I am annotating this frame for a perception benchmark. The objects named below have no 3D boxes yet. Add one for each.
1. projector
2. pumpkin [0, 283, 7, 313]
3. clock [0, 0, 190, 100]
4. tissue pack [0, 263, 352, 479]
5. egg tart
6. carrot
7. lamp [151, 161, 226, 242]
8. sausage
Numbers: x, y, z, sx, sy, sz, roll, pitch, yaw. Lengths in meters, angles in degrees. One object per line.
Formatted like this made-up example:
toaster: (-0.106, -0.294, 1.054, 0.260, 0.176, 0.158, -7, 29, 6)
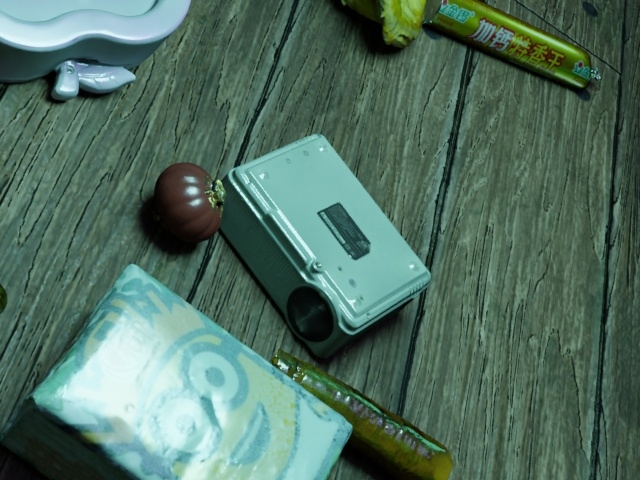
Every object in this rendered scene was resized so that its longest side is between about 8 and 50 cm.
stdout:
projector: (0.000, 0.000, 1.720, 0.192, 0.099, 0.256, -28, 78, -46)
pumpkin: (-0.360, 0.065, 1.434, 0.050, 0.028, 0.083, 40, 46, -10)
clock: (-0.328, -0.335, 1.660, 0.339, 0.102, 0.338, 12, 67, -30)
tissue pack: (-0.144, 0.203, 1.429, 0.311, 0.128, 0.228, 38, 43, -7)
egg tart: (0.089, -0.442, 2.060, 0.120, 0.315, 0.315, 0, 45, 14)
carrot: (0.042, 0.216, 1.614, 0.260, 0.070, 0.070, 33, 44, -13)
lamp: (-0.158, -0.045, 1.635, 0.101, 0.090, 0.101, -19, 90, -77)
sausage: (0.327, -0.329, 2.259, 0.372, 0.082, 0.082, 18, 49, -28)
